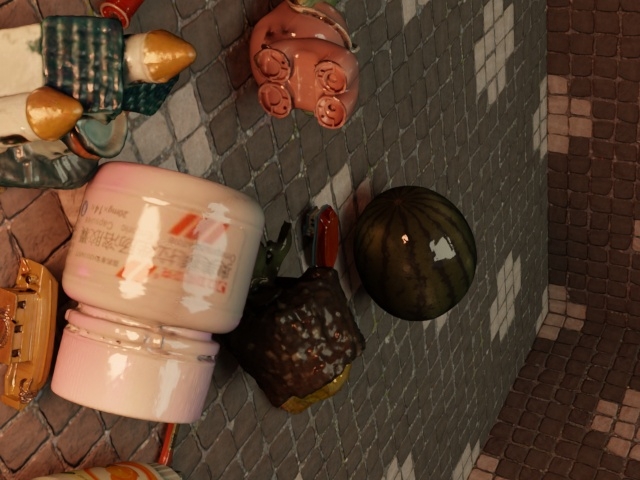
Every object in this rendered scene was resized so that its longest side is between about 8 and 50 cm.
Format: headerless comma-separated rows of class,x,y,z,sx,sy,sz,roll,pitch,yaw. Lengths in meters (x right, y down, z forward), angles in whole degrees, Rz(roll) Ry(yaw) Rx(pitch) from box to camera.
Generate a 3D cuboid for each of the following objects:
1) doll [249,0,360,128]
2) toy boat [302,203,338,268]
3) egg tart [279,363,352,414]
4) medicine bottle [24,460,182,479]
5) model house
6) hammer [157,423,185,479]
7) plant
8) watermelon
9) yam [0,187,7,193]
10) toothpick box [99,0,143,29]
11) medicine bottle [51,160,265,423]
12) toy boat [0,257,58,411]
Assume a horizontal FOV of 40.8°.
doll,-0.005,-0.328,1.509,0.268,0.216,0.284,-57,157,-44
toy boat,0.000,0.000,1.804,0.069,0.059,0.172,-46,145,-44
egg tart,-0.008,0.237,1.827,0.288,0.118,0.288,-26,119,-59
medicine bottle,-0.335,0.409,1.243,0.318,0.158,0.158,13,89,-63
model house,-0.269,-0.167,0.990,0.253,0.291,0.184,9,75,-62
hammer,-0.247,0.289,1.490,0.111,0.033,0.287,20,82,-62
plant,-0.077,0.124,1.570,0.312,0.213,0.215,55,41,-6
watermelon,0.219,0.040,1.984,0.278,0.279,0.359,-61,148,-29
yam,-0.429,-0.085,1.027,0.129,0.033,0.027,40,28,-63
toothpick box,-0.267,-0.339,1.201,0.083,0.047,0.047,-63,148,-28
medicine bottle,-0.232,0.071,1.200,0.256,0.256,0.324,24,79,-61
toy boat,-0.394,0.125,1.135,0.077,0.057,0.200,-4,104,-56
